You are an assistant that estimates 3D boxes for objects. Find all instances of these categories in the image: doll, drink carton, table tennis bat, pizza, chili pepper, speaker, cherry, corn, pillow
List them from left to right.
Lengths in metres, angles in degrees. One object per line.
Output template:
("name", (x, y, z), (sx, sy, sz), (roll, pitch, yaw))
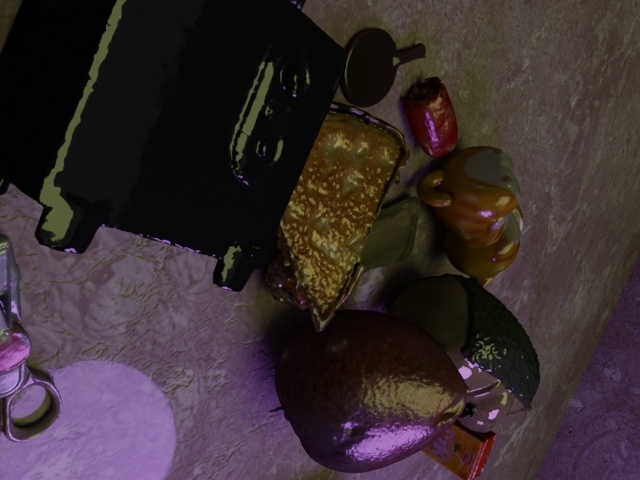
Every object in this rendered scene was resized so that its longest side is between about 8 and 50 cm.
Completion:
("speaker", (-0.141, -0.114, 0.483), (0.232, 0.184, 0.254), (23, 91, -50))
("corn", (0.000, 0.000, 0.775), (0.211, 0.087, 0.087), (-57, 140, -16))
("pizza", (0.022, -0.058, 0.704), (0.251, 0.074, 0.288), (-25, 106, -27))
("cherry", (0.065, 0.221, 0.817), (0.221, 0.307, 0.261), (-82, 158, -51))
("pillow", (0.094, 0.000, 0.906), (0.217, 0.033, 0.130), (-17, 123, -41))
("table tennis bat", (0.125, -0.238, 0.751), (0.170, 0.119, 0.107), (-30, 130, -32))
("chili pepper", (0.183, -0.194, 0.876), (0.073, 0.070, 0.123), (-63, 141, -28))
("drink carton", (0.232, 0.378, 1.102), (0.071, 0.223, 0.096), (0, 110, -49))
("doll", (0.275, 0.217, 1.015), (0.349, 0.247, 0.247), (33, 84, -34))
("doll", (0.292, -0.044, 1.001), (0.167, 0.162, 0.270), (-79, 149, -44))

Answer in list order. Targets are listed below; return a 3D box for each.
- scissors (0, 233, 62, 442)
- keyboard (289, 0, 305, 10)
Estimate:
("scissors", (-0.314, 0.106, 0.527), (0.118, 0.030, 0.242), (-11, 121, -44))
("keyboard", (0.001, -0.374, 0.627), (0.061, 0.013, 0.204), (26, 90, -51))
